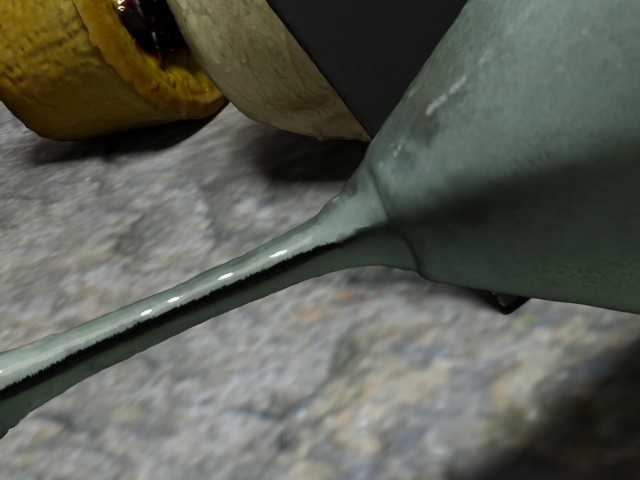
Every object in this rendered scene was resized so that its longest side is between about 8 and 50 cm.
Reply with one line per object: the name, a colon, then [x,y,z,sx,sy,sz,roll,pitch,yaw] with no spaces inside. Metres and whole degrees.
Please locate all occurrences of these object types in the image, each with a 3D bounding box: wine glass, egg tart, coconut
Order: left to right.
egg tart: [-0.180,-0.182,1.151,0.171,0.215,0.215,-20,20,28]
wine glass: [0.000,0.000,0.540,0.406,0.267,0.267,-22,23,2]
coconut: [0.035,-0.204,0.948,0.297,0.254,0.297,-36,8,6]

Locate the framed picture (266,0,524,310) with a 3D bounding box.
framed picture: [0.081,-0.151,0.767,0.244,0.324,0.013,-35,-5,-32]
